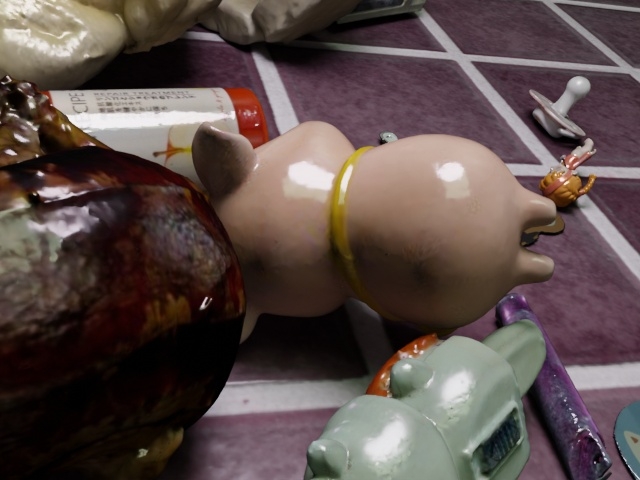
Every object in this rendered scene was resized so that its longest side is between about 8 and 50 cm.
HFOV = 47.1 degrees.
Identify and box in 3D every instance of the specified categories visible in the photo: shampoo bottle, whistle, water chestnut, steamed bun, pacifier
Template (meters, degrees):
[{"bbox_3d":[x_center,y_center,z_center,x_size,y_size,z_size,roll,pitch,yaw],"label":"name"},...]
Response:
[{"bbox_3d":[-0.189,-0.074,0.623,0.277,0.104,0.104,-7,41,-24],"label":"shampoo bottle"},{"bbox_3d":[0.070,0.117,0.452,0.105,0.102,0.253,33,43,29],"label":"whistle"},{"bbox_3d":[0.172,0.107,0.554,0.033,0.033,0.177,3,37,-13],"label":"whistle"},{"bbox_3d":[-0.161,0.023,0.410,0.223,0.238,0.224,-17,3,1],"label":"water chestnut"},{"bbox_3d":[-0.271,-0.316,0.772,0.372,0.231,0.325,-30,53,-20],"label":"steamed bun"},{"bbox_3d":[0.313,-0.172,0.932,0.081,0.078,0.099,18,30,-30],"label":"pacifier"}]

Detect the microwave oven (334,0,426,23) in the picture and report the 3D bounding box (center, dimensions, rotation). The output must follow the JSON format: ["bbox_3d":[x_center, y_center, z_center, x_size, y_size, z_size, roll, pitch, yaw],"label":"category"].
[{"bbox_3d":[0.057,-0.418,1.134,0.204,0.129,0.163,-22,47,-39],"label":"microwave oven"}]

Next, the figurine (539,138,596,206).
[{"bbox_3d":[0.280,-0.077,0.812,0.047,0.064,0.109,41,51,2],"label":"figurine"}]

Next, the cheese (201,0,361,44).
[{"bbox_3d":[-0.063,-0.405,0.942,0.153,0.332,0.292,-31,82,-43],"label":"cheese"}]

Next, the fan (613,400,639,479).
[{"bbox_3d":[0.282,0.179,0.515,0.113,0.005,0.175,-6,39,-24],"label":"fan"}]

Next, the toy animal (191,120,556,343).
[{"bbox_3d":[0.038,-0.005,0.527,0.247,0.165,0.149,0,7,12],"label":"toy animal"}]

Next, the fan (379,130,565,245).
[{"bbox_3d":[0.140,-0.057,0.781,0.152,0.008,0.226,-22,49,-36],"label":"fan"}]
